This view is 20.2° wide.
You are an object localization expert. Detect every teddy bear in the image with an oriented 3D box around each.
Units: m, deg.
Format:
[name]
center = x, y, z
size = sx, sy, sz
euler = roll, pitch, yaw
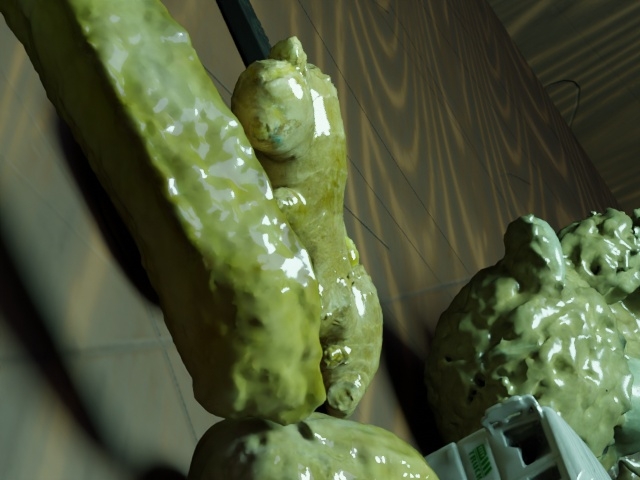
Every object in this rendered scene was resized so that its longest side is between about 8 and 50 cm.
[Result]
[teddy bear]
center = 0.153, 0.091, 1.120
size = 0.256, 0.156, 0.267
euler = 32, 59, -70

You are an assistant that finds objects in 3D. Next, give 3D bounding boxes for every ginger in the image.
[ginger]
center = 0.000, 0.000, 0.881
size = 0.193, 0.052, 0.176
euler = 35, 43, -82

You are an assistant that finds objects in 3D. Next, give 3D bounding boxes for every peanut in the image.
[peanut]
center = 0.023, 0.132, 0.710
size = 0.193, 0.089, 0.089
euler = 50, 16, -32

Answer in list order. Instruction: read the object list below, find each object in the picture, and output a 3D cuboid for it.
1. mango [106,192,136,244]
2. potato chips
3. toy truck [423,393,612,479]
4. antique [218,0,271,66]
[mango]
center = -0.064, -0.025, 0.798
size = 0.079, 0.057, 0.114
euler = 49, 18, -60
[potato chips]
center = -0.108, -0.109, 0.708
size = 0.407, 0.057, 0.080
euler = 58, -31, 23
[toy truck]
center = 0.118, 0.190, 0.844
size = 0.101, 0.125, 0.242
euler = 47, 17, -38
[antique]
center = -0.065, -0.177, 1.195
size = 0.031, 0.015, 0.192
euler = 33, 30, -61
